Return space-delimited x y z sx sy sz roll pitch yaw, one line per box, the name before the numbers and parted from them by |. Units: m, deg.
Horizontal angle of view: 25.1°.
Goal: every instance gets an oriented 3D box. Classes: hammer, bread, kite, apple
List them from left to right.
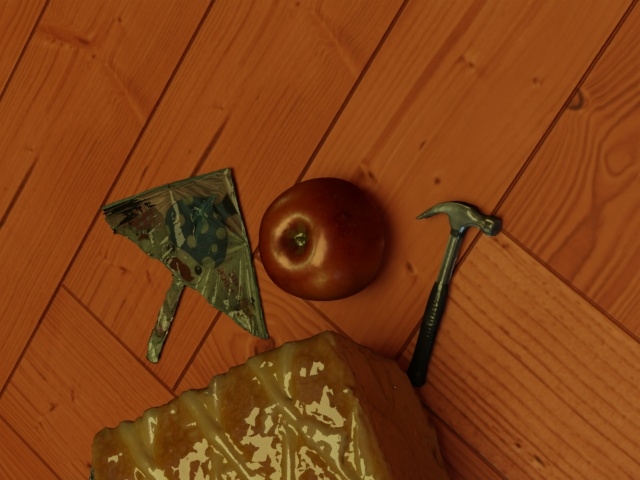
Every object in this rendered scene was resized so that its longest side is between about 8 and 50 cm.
kite | -0.190 0.032 2.010 0.335 0.011 0.314 35 112 25
bread | -0.039 0.338 1.747 0.371 0.279 0.390 -27 73 19
apple | 0.000 0.000 1.814 0.163 0.139 0.163 5 99 33
hammer | 0.143 0.067 1.800 0.103 0.029 0.246 25 109 27

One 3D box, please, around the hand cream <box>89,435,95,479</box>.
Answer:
hand cream | -0.251 0.355 2.058 0.235 0.055 0.086 15 100 37
